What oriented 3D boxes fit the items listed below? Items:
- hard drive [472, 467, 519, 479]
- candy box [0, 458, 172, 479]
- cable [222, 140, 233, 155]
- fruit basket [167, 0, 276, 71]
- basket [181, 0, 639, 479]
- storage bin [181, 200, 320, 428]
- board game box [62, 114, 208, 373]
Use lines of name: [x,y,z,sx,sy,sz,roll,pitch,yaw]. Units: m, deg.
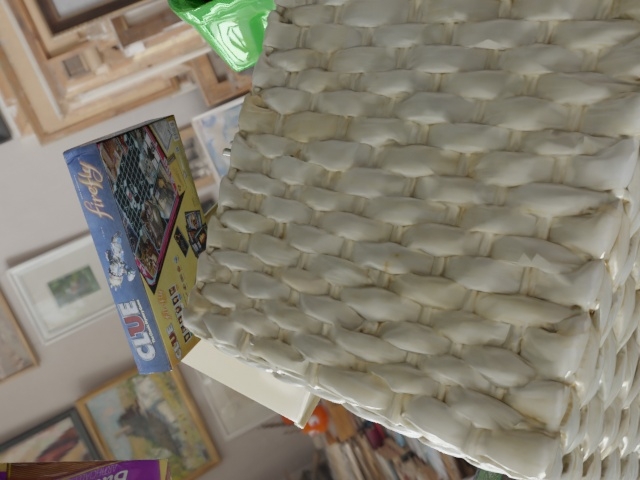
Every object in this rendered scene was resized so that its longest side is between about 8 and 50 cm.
hard drive: [0.212,0.325,0.767,0.339,0.064,0.236,-80,4,-65]
candy box: [-0.196,0.205,0.497,0.109,0.187,0.053,-96,9,-51]
cable: [-0.013,-0.139,1.279,0.287,0.139,0.072,25,138,8]
fruit basket: [-0.053,-0.434,0.983,0.392,0.392,0.282,85,166,-55]
basket: [0.125,-0.017,0.559,0.331,0.266,0.328,16,90,41]
storage bin: [-0.073,0.081,1.058,0.262,0.260,0.123,25,135,10]
board game box: [-0.178,-0.002,0.822,0.165,0.042,0.243,-48,-54,-65]
